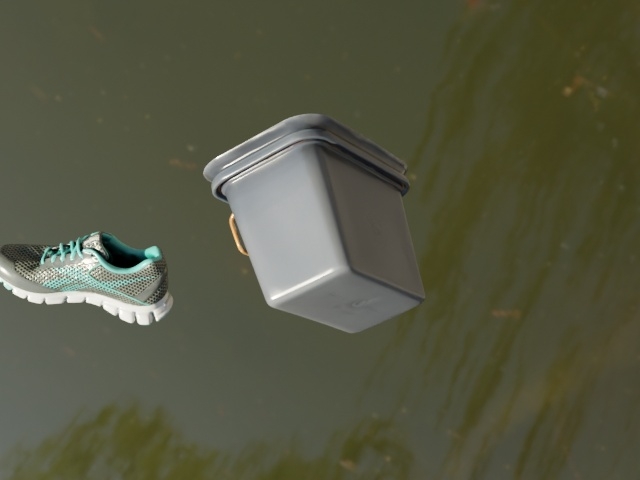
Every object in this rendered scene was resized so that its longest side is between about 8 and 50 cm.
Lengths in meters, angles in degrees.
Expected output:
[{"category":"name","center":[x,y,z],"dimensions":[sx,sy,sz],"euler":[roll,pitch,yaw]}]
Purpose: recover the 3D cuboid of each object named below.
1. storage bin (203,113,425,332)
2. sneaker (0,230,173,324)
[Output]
[{"category":"storage bin","center":[0.000,0.000,0.717],"dimensions":[0.098,0.091,0.135],"euler":[-26,155,22]},{"category":"sneaker","center":[-0.211,0.019,1.101],"dimensions":[0.166,0.065,0.076],"euler":[11,128,-3]}]
